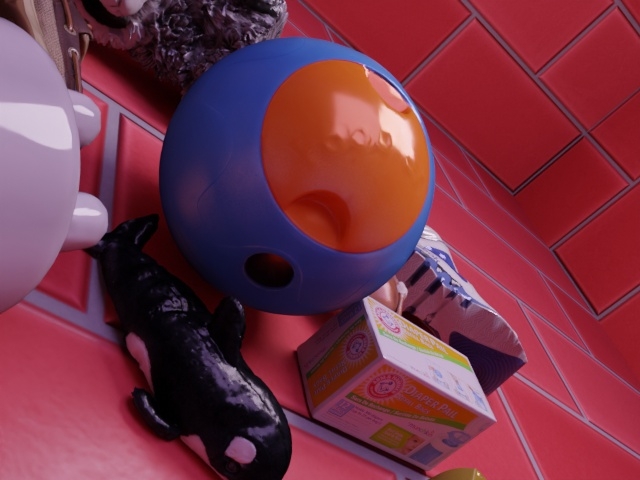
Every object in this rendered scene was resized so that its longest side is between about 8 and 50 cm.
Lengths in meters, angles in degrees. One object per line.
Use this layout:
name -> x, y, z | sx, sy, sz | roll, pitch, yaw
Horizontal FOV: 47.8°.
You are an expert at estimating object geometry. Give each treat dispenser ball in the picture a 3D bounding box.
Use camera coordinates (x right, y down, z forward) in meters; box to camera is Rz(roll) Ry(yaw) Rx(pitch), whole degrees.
treat dispenser ball -> -0.025, -0.065, 0.762 | 0.288, 0.288, 0.288 | 40, 21, -19

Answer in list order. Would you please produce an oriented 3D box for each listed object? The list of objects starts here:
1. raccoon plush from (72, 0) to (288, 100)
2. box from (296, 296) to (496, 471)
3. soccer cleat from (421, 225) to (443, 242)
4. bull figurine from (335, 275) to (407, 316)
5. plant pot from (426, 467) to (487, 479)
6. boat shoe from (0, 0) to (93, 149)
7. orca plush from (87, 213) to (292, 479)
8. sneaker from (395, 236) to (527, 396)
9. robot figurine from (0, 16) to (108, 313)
raccoon plush -> -0.233, -0.310, 1.089 | 0.299, 0.216, 0.446 | 31, -8, -4
box -> 0.087, 0.166, 0.831 | 0.203, 0.114, 0.103 | 32, 24, -32
soccer cleat -> 0.160, -0.022, 1.404 | 0.196, 0.068, 0.076 | 43, 24, 8
bull figurine -> 0.000, 0.000, 0.981 | 0.310, 0.101, 0.188 | 51, 19, 11
plant pot -> 0.148, 0.291, 0.767 | 0.081, 0.083, 0.081 | 48, 20, 3
boat shoe -> -0.309, -0.218, 0.765 | 0.123, 0.123, 0.342 | 44, 15, -52
orca plush -> -0.098, 0.077, 0.641 | 0.151, 0.102, 0.287 | 19, 34, -52
sneaker -> 0.210, 0.089, 1.200 | 0.315, 0.127, 0.182 | 44, 23, -5
robot figurine -> -0.275, -0.047, 0.375 | 0.353, 0.199, 0.300 | 5, 75, -63
